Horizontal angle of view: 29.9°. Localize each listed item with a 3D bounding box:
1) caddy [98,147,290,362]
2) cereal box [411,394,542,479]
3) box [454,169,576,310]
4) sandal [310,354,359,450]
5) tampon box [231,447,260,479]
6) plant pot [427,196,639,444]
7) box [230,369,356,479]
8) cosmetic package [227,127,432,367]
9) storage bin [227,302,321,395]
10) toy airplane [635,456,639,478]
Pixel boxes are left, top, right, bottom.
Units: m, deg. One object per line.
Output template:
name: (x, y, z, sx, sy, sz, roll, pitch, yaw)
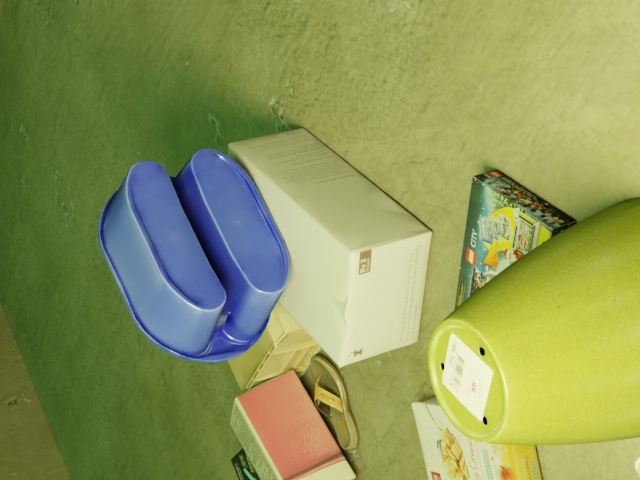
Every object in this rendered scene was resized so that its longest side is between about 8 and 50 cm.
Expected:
caddy: (-0.200, 0.023, 1.872, 0.341, 0.241, 0.179, 63, 144, 20)
cereal box: (0.231, 0.324, 1.762, 0.240, 0.047, 0.173, -6, 98, 61)
box: (0.254, 0.044, 1.595, 0.159, 0.044, 0.233, 41, 137, 45)
sandal: (0.017, 0.290, 2.123, 0.072, 0.049, 0.180, -29, 78, 61)
tampon box: (-0.087, 0.442, 2.324, 0.120, 0.101, 0.161, 66, 151, 17)
plant pot: (0.275, 0.117, 1.334, 0.275, 0.293, 0.275, 35, 133, 50)
box: (-0.054, 0.378, 2.172, 0.232, 0.127, 0.148, 58, 159, 19)
cosmetic package: (0.000, 0.000, 1.913, 0.385, 0.156, 0.217, 43, 138, 43)
storage bin: (-0.109, 0.111, 2.189, 0.262, 0.123, 0.260, 63, 149, 22)
toy airplane: (0.407, 0.446, 1.344, 0.386, 0.272, 0.384, -40, 74, 18)
